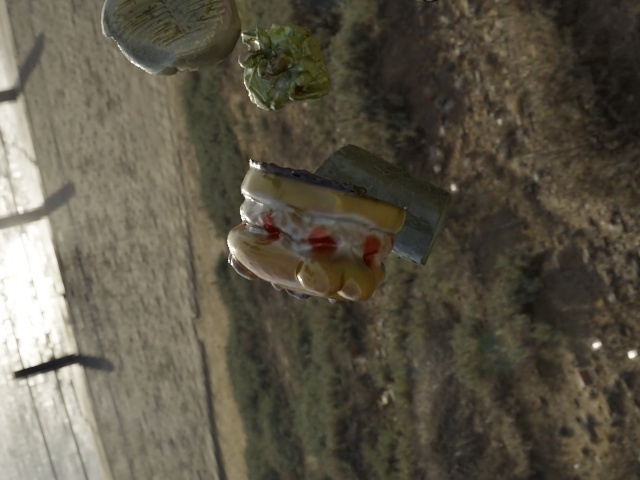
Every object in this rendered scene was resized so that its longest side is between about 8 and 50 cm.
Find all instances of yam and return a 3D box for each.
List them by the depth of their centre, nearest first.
[{"bbox_3d":[0.117,-0.072,1.832,0.268,0.161,0.161,28,137,18],"label":"yam"}]

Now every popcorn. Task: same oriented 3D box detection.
[{"bbox_3d":[-0.062,-0.278,1.510,0.141,0.162,0.135,-47,31,46],"label":"popcorn"}]

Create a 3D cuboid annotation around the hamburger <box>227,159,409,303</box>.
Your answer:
[{"bbox_3d":[0.000,0.000,1.443,0.303,0.261,0.186,13,88,57],"label":"hamburger"}]

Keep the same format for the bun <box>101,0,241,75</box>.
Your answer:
[{"bbox_3d":[-0.216,-0.315,1.399,0.178,0.193,0.128,61,171,15],"label":"bun"}]

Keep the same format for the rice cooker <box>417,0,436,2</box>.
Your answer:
[{"bbox_3d":[0.148,-0.422,1.435,0.112,0.106,0.165,-52,27,13],"label":"rice cooker"}]
